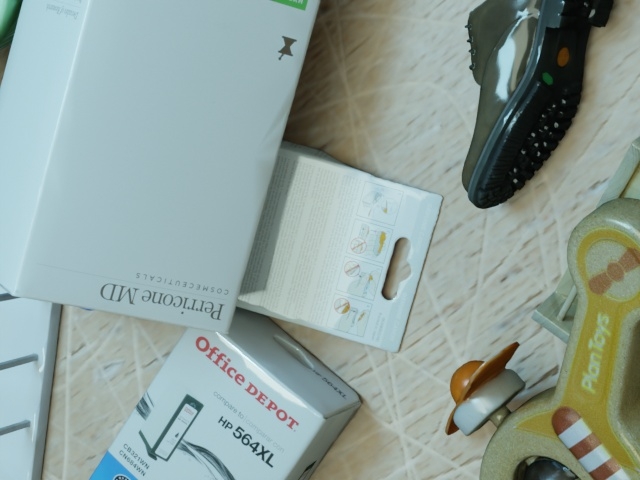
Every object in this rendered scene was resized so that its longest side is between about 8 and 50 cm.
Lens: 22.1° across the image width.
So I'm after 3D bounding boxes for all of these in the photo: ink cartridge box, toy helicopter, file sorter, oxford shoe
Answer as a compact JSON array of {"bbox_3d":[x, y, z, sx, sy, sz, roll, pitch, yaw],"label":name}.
[{"bbox_3d":[-0.085,0.174,1.404,0.148,0.086,0.203,38,109,16],"label":"ink cartridge box"},{"bbox_3d":[0.189,0.118,1.209,0.235,0.140,0.355,31,131,34],"label":"toy helicopter"},{"bbox_3d":[-0.374,0.159,1.484,0.193,0.173,0.278,12,101,23],"label":"file sorter"},{"bbox_3d":[0.000,0.000,1.385,0.179,0.045,0.145,16,102,3],"label":"ink cartridge box"},{"bbox_3d":[0.154,-0.136,1.282,0.096,0.083,0.227,30,106,37],"label":"oxford shoe"}]

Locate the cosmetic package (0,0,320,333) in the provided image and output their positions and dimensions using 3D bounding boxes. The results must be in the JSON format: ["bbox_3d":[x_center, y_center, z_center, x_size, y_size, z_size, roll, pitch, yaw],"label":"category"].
[{"bbox_3d":[-0.136,-0.129,1.297,0.155,0.197,0.366,23,100,59],"label":"cosmetic package"}]

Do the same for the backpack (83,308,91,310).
[{"bbox_3d":[-0.217,0.008,1.439,0.120,0.101,0.098,31,113,14],"label":"backpack"}]

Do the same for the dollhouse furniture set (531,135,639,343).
[{"bbox_3d":[0.273,0.005,1.226,0.129,0.129,0.184,37,133,16],"label":"dollhouse furniture set"}]

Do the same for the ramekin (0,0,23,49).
[{"bbox_3d":[-0.335,-0.290,1.394,0.303,0.148,0.303,14,119,27],"label":"ramekin"}]
